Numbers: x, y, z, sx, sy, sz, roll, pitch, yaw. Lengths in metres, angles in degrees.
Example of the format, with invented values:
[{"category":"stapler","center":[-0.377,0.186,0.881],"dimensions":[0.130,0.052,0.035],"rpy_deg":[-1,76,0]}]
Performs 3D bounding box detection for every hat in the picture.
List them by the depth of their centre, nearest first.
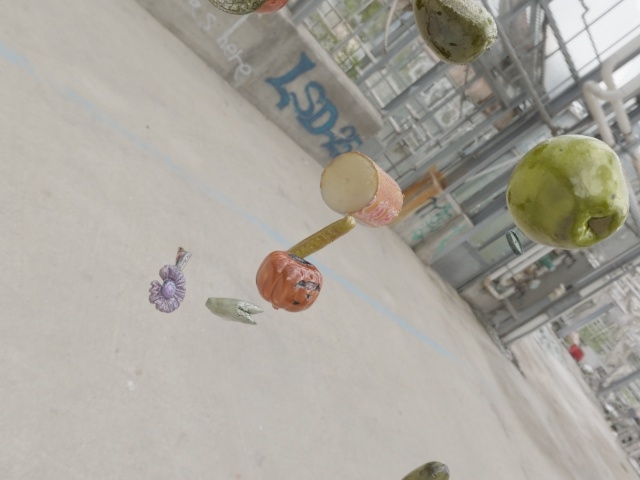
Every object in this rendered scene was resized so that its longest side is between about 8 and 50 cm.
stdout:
[{"category":"hat","center":[-0.164,-0.517,1.010],"dimensions":[0.146,0.146,0.067],"rpy_deg":[43,14,-29]}]

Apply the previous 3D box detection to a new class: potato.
[{"category":"potato","center":[0.435,-0.720,1.733],"dimensions":[0.307,0.210,0.173],"rpy_deg":[46,46,-1]}]

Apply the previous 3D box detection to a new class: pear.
[{"category":"pear","center":[0.609,-0.124,1.309],"dimensions":[0.294,0.294,0.294],"rpy_deg":[46,19,-21]}]

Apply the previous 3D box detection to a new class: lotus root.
[{"category":"lotus root","center":[0.274,0.655,1.410],"dimensions":[0.089,0.179,0.080],"rpy_deg":[43,15,-15]}]

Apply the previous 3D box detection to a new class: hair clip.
[{"category":"hair clip","center":[-0.542,0.132,1.948],"dimensions":[0.300,0.069,0.173],"rpy_deg":[-79,155,-46]}]

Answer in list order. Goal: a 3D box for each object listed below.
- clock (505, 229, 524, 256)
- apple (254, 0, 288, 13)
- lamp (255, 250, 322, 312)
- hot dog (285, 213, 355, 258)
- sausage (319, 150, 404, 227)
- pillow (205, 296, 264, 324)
[{"category":"clock","center":[0.572,0.008,1.543],"dimensions":[0.085,0.017,0.085],"rpy_deg":[36,38,-36]},{"category":"apple","center":[-0.194,-0.899,1.750],"dimensions":[0.272,0.206,0.252],"rpy_deg":[-40,102,-28]},{"category":"lamp","center":[-0.093,0.122,1.472],"dimensions":[0.187,0.164,0.187],"rpy_deg":[27,9,-5]},{"category":"hot dog","center":[-0.002,-0.003,1.789],"dimensions":[0.061,0.286,0.088],"rpy_deg":[60,22,2]},{"category":"sausage","center":[0.157,-0.178,1.952],"dimensions":[0.233,0.233,0.287],"rpy_deg":[61,17,24]},{"category":"pillow","center":[-0.311,0.243,1.851],"dimensions":[0.134,0.181,0.078],"rpy_deg":[36,62,-46]}]
